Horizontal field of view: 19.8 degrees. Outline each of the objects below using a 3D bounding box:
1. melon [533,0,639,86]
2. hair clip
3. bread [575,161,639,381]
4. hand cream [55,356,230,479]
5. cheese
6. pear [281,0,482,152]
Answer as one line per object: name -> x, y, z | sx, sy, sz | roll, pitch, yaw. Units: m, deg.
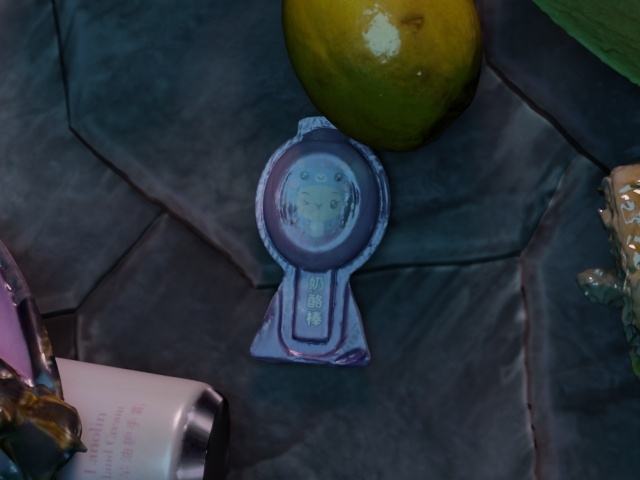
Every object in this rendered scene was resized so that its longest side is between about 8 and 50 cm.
melon -> 0.319, -0.272, 1.262 | 0.331, 0.226, 0.343 | 33, 79, -10
hair clip -> -0.281, 0.054, 1.374 | 0.358, 0.095, 0.110 | 45, 117, 41
bread -> 0.300, 0.030, 1.261 | 0.246, 0.195, 0.176 | -6, 77, 11
hand cream -> -0.244, 0.152, 1.393 | 0.359, 0.118, 0.185 | 4, 78, 15
cheese -> 0.000, 0.000, 1.394 | 0.105, 0.042, 0.191 | 2, 87, 12
pear -> 0.049, -0.146, 1.345 | 0.149, 0.149, 0.162 | -30, 81, 6
